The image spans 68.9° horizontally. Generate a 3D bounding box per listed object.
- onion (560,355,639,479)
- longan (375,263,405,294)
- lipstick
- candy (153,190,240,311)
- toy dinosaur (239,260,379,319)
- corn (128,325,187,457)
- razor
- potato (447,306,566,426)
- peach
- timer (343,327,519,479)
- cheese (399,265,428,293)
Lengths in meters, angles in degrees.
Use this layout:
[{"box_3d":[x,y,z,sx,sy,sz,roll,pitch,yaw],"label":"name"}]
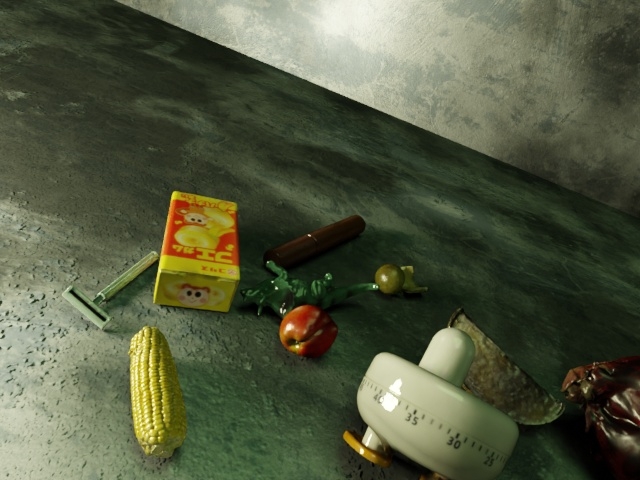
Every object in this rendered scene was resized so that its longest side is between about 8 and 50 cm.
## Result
[{"box_3d":[0.591,0.340,0.827,0.281,0.221,0.280,7,57,-12],"label":"onion"},{"box_3d":[0.167,0.094,1.087,0.083,0.075,0.075,49,30,-11],"label":"longan"},{"box_3d":[0.000,0.000,1.135,0.057,0.057,0.357,36,34,23],"label":"lipstick"},{"box_3d":[-0.243,0.014,0.936,0.146,0.088,0.276,10,32,-20],"label":"candy"},{"box_3d":[-0.027,0.097,0.951,0.292,0.079,0.120,-8,47,-36],"label":"toy dinosaur"},{"box_3d":[-0.233,0.209,0.658,0.068,0.067,0.206,1,37,-30],"label":"corn"},{"box_3d":[-0.355,0.074,0.834,0.084,0.036,0.211,45,24,-7],"label":"razor"},{"box_3d":[0.322,0.266,0.916,0.120,0.100,0.261,-41,78,-14],"label":"potato"},{"box_3d":[-0.021,0.160,0.840,0.101,0.100,0.100,16,32,-10],"label":"peach"},{"box_3d":[0.179,0.238,0.700,0.234,0.239,0.233,28,-11,6],"label":"timer"},{"box_3d":[0.214,0.098,1.129,0.060,0.041,0.084,-7,52,-28],"label":"cheese"}]
